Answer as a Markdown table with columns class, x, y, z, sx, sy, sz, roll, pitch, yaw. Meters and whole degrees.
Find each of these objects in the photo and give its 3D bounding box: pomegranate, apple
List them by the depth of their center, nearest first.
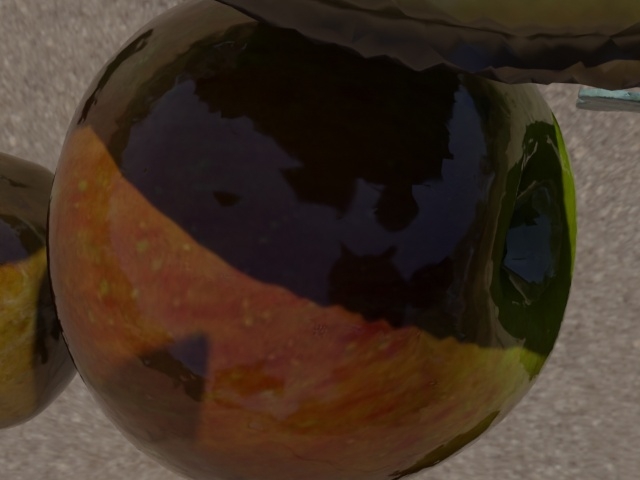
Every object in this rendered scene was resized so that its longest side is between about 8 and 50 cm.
| class | x | y | z | sx | sy | sz | roll | pitch | yaw |
| --- | --- | --- | --- | --- | --- | --- | --- | --- | --- |
| apple | 0.000 | 0.000 | 0.788 | 0.340 | 0.339 | 0.339 | 1 | 80 | -6 |
| pomegranate | -0.350 | 0.048 | 1.203 | 0.307 | 0.307 | 0.307 | 1 | 80 | -6 |

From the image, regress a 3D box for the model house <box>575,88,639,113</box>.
| class | x | y | z | sx | sy | sz | roll | pitch | yaw |
| --- | --- | --- | --- | --- | --- | --- | --- | --- | --- |
| model house | 0.332 | 0.046 | 0.922 | 0.340 | 0.323 | 0.300 | 13 | 87 | 14 |

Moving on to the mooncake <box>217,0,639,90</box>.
| class | x | y | z | sx | sy | sz | roll | pitch | yaw |
| --- | --- | --- | --- | --- | --- | --- | --- | --- | --- |
| mooncake | 0.089 | -0.236 | 0.561 | 0.393 | 0.246 | 0.394 | 10 | 33 | 23 |
